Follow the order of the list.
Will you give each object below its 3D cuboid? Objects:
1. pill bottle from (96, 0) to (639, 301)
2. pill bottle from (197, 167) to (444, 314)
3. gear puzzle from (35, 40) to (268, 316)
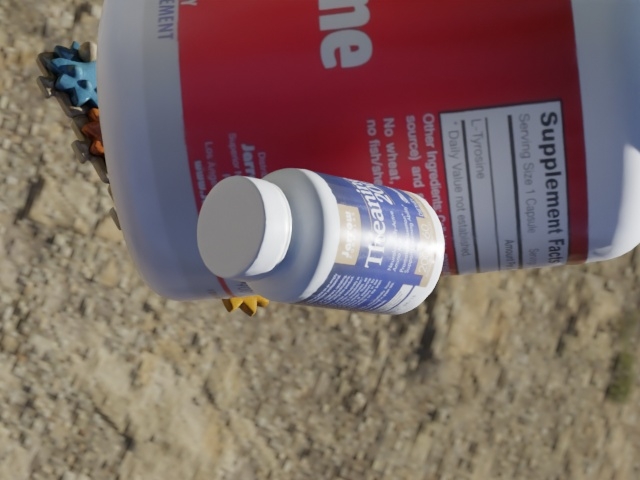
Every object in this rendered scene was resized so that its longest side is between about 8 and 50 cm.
[{"bbox_3d":[0.081,-0.091,0.927,0.229,0.408,0.229,-6,90,-84],"label":"pill bottle"},{"bbox_3d":[0.000,0.000,0.722,0.120,0.067,0.067,9,96,-44],"label":"pill bottle"},{"bbox_3d":[-0.152,-0.070,1.472,0.175,0.044,0.339,-15,69,-50],"label":"gear puzzle"}]
